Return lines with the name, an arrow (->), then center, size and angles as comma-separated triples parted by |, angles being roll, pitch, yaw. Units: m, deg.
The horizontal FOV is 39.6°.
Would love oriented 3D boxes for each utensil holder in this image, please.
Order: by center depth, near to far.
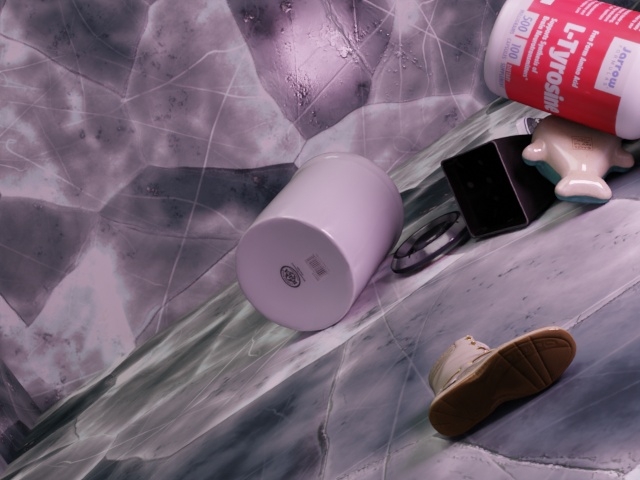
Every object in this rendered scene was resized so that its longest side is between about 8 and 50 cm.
utensil holder -> 0.000, 0.000, 2.194 | 0.327, 0.328, 0.385 | -29, 12, 32

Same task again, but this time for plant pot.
plant pot -> 0.404, -0.133, 1.917 | 0.167, 0.188, 0.187 | -26, 3, -30

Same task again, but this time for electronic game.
electronic game -> 0.262, 0.003, 2.092 | 0.229, 0.048, 0.229 | -34, 10, 7

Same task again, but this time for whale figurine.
whale figurine -> 0.506, -0.142, 1.761 | 0.216, 0.141, 0.272 | 4, 40, 5

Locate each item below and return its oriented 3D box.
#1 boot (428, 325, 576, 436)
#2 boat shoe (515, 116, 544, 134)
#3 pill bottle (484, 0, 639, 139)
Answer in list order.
boot -> 0.237, 0.166, 1.209 | 0.213, 0.077, 0.165 | -36, 6, 11
boat shoe -> 0.561, -0.261, 2.236 | 0.102, 0.108, 0.301 | -31, 12, 19
pill bottle -> 0.541, -0.330, 1.697 | 0.407, 0.229, 0.229 | 25, 45, 27
